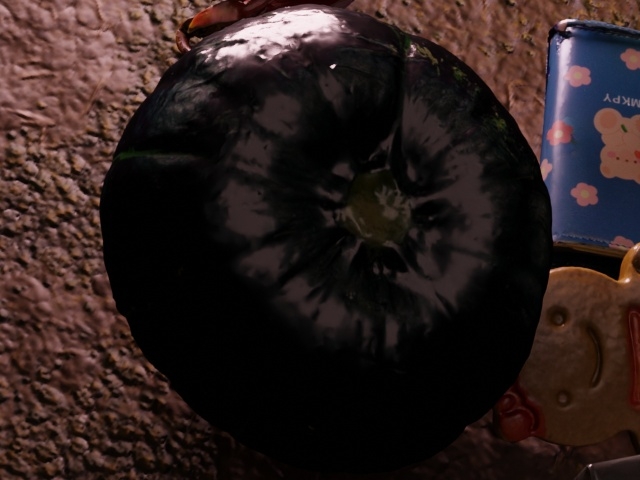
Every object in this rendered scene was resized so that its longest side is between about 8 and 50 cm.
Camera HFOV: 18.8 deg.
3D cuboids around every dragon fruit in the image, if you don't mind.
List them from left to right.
[{"bbox_3d":[-0.026,-0.196,1.483,0.190,0.094,0.094,-45,79,-4],"label":"dragon fruit"}]

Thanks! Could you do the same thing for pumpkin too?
[{"bbox_3d":[0.000,0.000,1.302,0.315,0.238,0.315,1,82,-11],"label":"pumpkin"}]

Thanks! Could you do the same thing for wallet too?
[{"bbox_3d":[0.235,-0.067,1.475,0.141,0.059,0.202,12,62,-8],"label":"wallet"}]

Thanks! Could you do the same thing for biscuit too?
[{"bbox_3d":[0.220,0.081,1.385,0.225,0.036,0.166,1,87,-8],"label":"biscuit"}]

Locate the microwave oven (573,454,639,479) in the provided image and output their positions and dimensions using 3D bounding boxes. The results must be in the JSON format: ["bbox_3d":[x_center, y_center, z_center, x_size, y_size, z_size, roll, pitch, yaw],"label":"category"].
[{"bbox_3d":[0.323,0.348,1.188,0.374,0.236,0.432,-8,66,-15],"label":"microwave oven"}]
